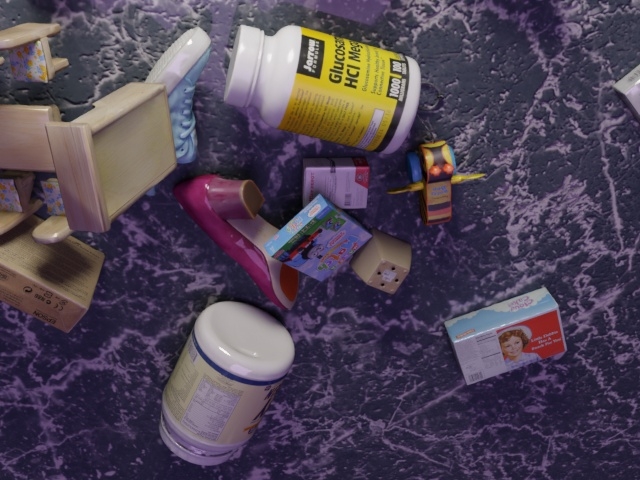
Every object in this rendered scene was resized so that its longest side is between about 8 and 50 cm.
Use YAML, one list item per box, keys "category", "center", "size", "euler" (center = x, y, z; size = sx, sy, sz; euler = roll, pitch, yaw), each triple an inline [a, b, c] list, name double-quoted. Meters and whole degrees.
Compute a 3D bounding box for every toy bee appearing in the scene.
- category: "toy bee"
  center: [0.221, -0.138, 1.427]
  size: [0.195, 0.162, 0.298]
  euler: [-28, 120, 12]

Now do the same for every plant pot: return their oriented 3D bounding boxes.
- category: "plant pot"
  center: [0.141, 0.056, 1.570]
  size: [0.109, 0.096, 0.109]
  euler: [22, 116, -19]

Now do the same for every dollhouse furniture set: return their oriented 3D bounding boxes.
- category: "dollhouse furniture set"
  center: [-0.483, -0.159, 1.184]
  size: [0.394, 0.256, 0.362]
  euler: [5, 118, 15]

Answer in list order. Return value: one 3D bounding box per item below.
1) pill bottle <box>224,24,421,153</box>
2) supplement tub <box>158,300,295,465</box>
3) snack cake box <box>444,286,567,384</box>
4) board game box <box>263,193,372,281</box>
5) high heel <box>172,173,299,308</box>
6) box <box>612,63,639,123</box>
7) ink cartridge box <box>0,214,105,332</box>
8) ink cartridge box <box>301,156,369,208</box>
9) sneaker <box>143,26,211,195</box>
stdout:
- category: "pill bottle"
  center: [0.000, -0.283, 1.293]
  size: [0.333, 0.188, 0.188]
  euler: [11, 119, -14]
- category: "supplement tub"
  center: [-0.222, 0.327, 1.604]
  size: [0.235, 0.235, 0.325]
  euler: [19, 117, -18]
- category: "snack cake box"
  center: [0.454, 0.235, 1.724]
  size: [0.264, 0.089, 0.152]
  euler: [-20, 120, 4]
- category: "board game box"
  center: [0.000, 0.000, 1.489]
  size: [0.160, 0.039, 0.211]
  euler: [-42, 148, 12]
- category: "high heel"
  center: [-0.170, 0.007, 1.522]
  size: [0.181, 0.127, 0.377]
  euler: [4, 133, 27]
- category: "box"
  center: [0.798, -0.286, 1.474]
  size: [0.232, 0.058, 0.322]
  euler: [-41, 118, 17]
- category: "ink cartridge box"
  center: [-0.572, 0.051, 1.415]
  size: [0.234, 0.193, 0.088]
  euler: [34, 114, -23]
- category: "ink cartridge box"
  center: [0.029, -0.120, 1.472]
  size: [0.135, 0.056, 0.099]
  euler: [-1, 121, -7]
- category: "sneaker"
  center: [-0.279, -0.231, 1.329]
  size: [0.150, 0.135, 0.366]
  euler: [28, 125, -23]
